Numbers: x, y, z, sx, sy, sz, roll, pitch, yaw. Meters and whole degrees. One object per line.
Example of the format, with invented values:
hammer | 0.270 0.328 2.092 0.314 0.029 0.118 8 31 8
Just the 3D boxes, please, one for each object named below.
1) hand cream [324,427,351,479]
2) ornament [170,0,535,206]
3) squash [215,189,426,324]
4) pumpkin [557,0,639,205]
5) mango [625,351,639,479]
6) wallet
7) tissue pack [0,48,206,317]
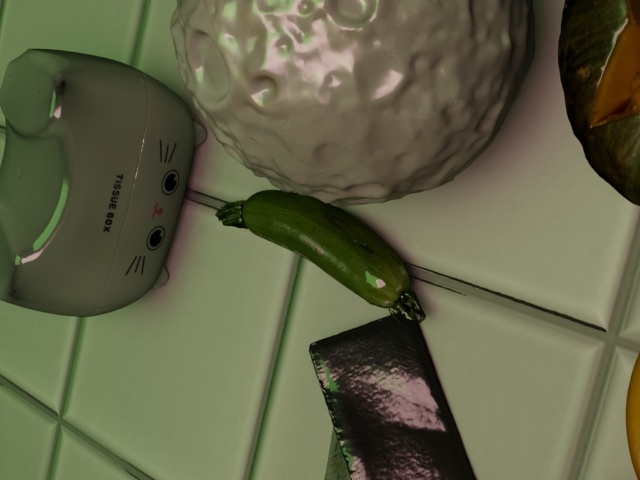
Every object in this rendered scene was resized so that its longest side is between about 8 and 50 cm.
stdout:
hand cream | 0.029 0.255 1.011 0.067 0.042 0.194 11 96 29
ornament | 0.041 -0.191 0.852 0.337 0.337 0.337 -3 85 40
squash | 0.001 -0.002 1.029 0.318 0.071 0.080 28 75 38
pumpkin | 0.334 -0.152 0.682 0.320 0.192 0.320 -5 82 39
mango | 0.322 0.162 0.729 0.145 0.112 0.219 -35 56 34
wallet | 0.080 0.202 0.951 0.124 0.025 0.244 -21 69 4
tissue pack | -0.306 -0.074 1.203 0.229 0.236 0.333 28 104 47
